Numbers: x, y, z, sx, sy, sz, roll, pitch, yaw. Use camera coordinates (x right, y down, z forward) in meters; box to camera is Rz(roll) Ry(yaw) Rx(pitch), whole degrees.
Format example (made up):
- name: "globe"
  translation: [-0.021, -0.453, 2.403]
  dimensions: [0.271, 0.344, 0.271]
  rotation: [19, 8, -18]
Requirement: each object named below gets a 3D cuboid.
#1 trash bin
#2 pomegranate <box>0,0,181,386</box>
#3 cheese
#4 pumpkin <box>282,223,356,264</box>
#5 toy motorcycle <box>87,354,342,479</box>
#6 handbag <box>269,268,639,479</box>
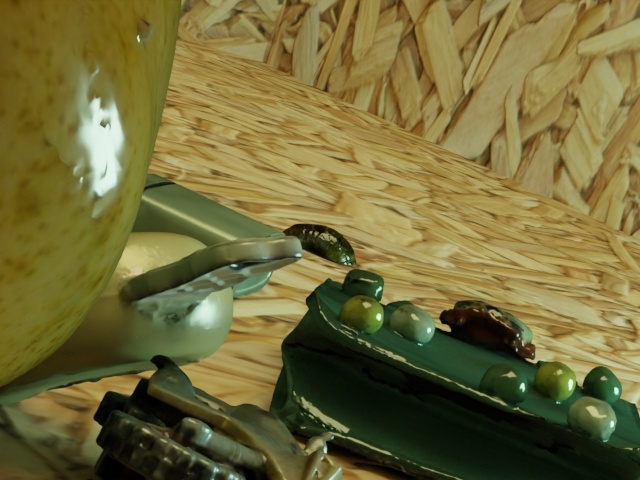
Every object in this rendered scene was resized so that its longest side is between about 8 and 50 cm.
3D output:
- name: "trash bin"
  translation: [-0.108, -0.005, 1.631]
  dimensions: [0.130, 0.059, 0.116]
  rotation: [24, 11, 12]
- name: "pomegranate"
  translation: [-0.245, -0.087, 0.855]
  dimensions: [0.417, 0.416, 0.416]
  rotation: [21, 9, -3]
- name: "cheese"
  translation: [-0.115, 0.034, 0.999]
  dimensions: [0.163, 0.070, 0.249]
  rotation: [-8, -8, -18]
- name: "pumpkin"
  translation: [0.000, -0.001, 1.952]
  dimensions: [0.083, 0.028, 0.050]
  rotation: [17, 11, 0]
- name: "toy motorcycle"
  translation: [-0.054, 0.119, 0.964]
  dimensions: [0.130, 0.094, 0.229]
  rotation: [25, -4, -6]
- name: "handbag"
  translation: [0.103, 0.101, 1.359]
  dimensions: [0.269, 0.100, 0.274]
  rotation: [21, 10, 4]
